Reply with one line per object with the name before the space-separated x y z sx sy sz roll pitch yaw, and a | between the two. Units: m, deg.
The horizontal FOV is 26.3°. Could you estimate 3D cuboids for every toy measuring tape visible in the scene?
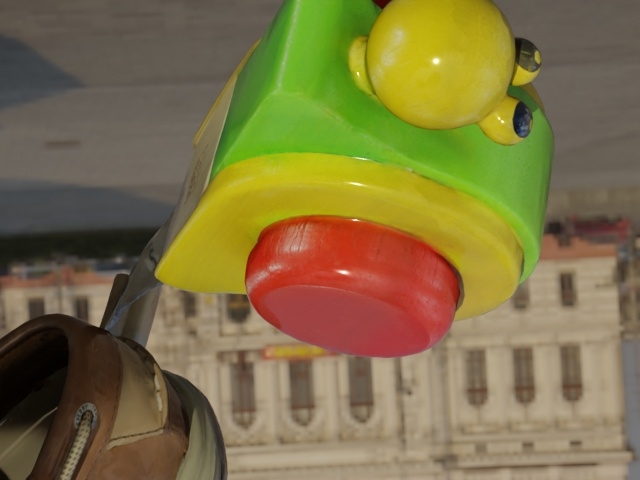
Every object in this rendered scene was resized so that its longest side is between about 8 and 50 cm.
toy measuring tape | 0.000 0.000 0.512 0.121 0.121 0.330 -3 162 -21

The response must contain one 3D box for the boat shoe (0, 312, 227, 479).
boat shoe | -0.175 0.157 0.514 0.123 0.324 0.116 25 159 37
